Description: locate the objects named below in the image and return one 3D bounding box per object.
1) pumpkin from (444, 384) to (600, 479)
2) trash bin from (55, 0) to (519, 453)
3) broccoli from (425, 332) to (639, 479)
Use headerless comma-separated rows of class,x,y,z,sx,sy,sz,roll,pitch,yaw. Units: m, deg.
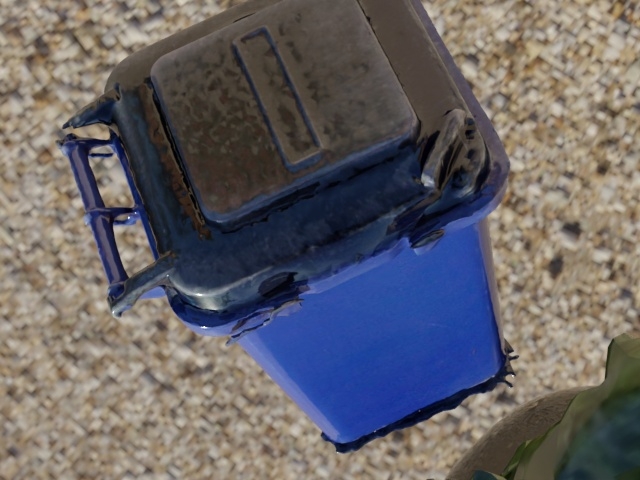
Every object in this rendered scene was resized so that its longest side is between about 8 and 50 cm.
pumpkin,0.164,0.254,0.912,0.238,0.315,0.315,36,130,24
trash bin,0.000,0.000,0.732,0.184,0.162,0.234,-24,147,2
broccoli,0.116,0.147,0.307,0.288,0.235,0.260,45,108,32
